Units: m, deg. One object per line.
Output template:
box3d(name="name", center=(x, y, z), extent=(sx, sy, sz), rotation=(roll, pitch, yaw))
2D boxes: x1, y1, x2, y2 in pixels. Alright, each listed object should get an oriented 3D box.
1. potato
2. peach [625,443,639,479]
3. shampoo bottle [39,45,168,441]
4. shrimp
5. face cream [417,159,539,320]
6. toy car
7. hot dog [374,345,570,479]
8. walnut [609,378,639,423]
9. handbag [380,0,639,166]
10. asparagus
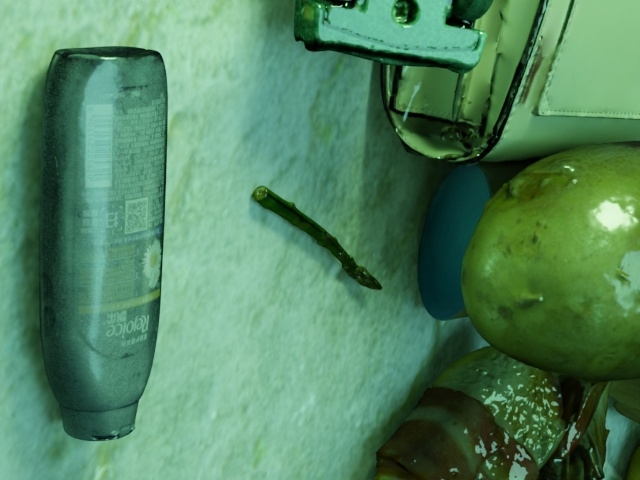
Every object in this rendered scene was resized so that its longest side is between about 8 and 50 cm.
box3d(name="potato", center=(0.226, 0.013, 1.110), extent=(0.307, 0.210, 0.173), rotation=(-4, 99, -43))
box3d(name="peach", center=(0.380, 0.260, 1.569), extent=(0.179, 0.103, 0.179), rotation=(-24, 124, -41))
box3d(name="shampoo bottle", center=(-0.129, 0.003, 0.913), extent=(0.087, 0.049, 0.234), rotation=(-13, 111, -50))
box3d(name="shrimp", center=(0.223, 0.155, 1.306), extent=(0.287, 0.062, 0.152), rotation=(-65, 169, -55))
box3d(name="face cream", center=(0.182, -0.004, 1.268), extent=(0.285, 0.067, 0.139), rotation=(-4, 122, -51))
box3d(name="toy car", center=(0.063, -0.275, 1.006), extent=(0.141, 0.097, 0.321), rotation=(5, 96, -26))
box3d(name="hot dog", center=(0.105, 0.186, 1.221), extent=(0.261, 0.093, 0.123), rotation=(-47, 110, -31))
box3d(name="walnut", center=(0.366, 0.072, 1.471), extent=(0.204, 0.141, 0.238), rotation=(1, 98, -46))
box3d(name="handbag", center=(0.213, -0.177, 1.195), extent=(0.358, 0.160, 0.237), rotation=(-3, 109, -49))
box3d(name="asparagus", center=(0.000, 0.000, 1.100), extent=(0.163, 0.016, 0.016), rotation=(40, 44, -49))
